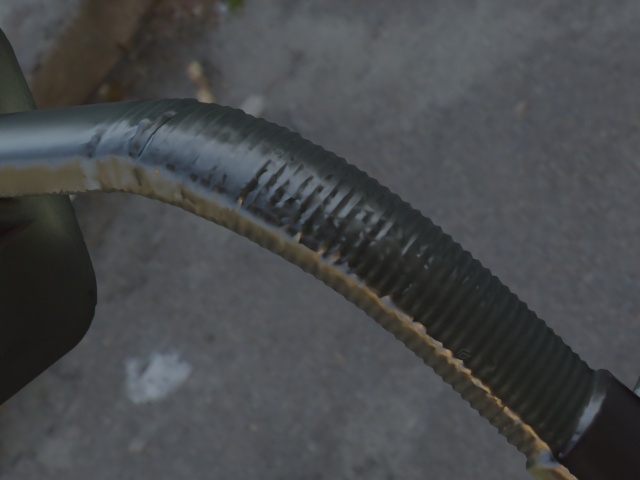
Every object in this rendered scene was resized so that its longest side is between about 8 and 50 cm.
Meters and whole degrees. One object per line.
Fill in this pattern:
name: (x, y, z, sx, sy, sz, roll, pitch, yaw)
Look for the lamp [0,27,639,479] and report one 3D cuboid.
lamp: (0.001, -0.006, 0.489, 0.283, 0.124, 0.203, 12, 35, 30)
